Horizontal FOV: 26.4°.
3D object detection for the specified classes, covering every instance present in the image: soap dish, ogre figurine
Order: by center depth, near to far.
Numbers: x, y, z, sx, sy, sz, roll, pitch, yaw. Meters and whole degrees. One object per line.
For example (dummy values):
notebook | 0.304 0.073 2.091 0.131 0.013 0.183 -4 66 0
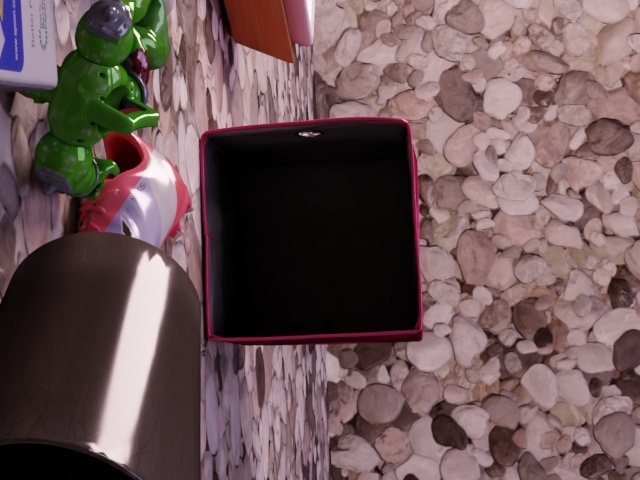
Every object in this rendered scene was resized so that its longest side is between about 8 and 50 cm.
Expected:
ogre figurine | -0.152 -0.110 0.952 0.197 0.097 0.118 -47 -174 19
soap dish | -0.077 -0.408 1.786 0.291 0.118 0.229 77 12 -59

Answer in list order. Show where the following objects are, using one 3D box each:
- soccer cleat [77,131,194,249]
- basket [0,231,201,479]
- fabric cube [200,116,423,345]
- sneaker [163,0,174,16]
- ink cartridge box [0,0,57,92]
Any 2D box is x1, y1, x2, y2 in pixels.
soccer cleat | -0.162 0.006 1.051 0.095 0.083 0.248 52 28 -24
basket | -0.140 0.112 0.804 0.227 0.154 0.204 -91 176 -54
fabric cube | 0.000 0.000 1.699 0.258 0.254 0.259 42 45 -82
sneaker | -0.168 -0.232 1.176 0.161 0.057 0.075 80 26 -60
ink cartridge box | -0.207 -0.163 0.641 0.371 0.069 0.176 -52 139 -85
